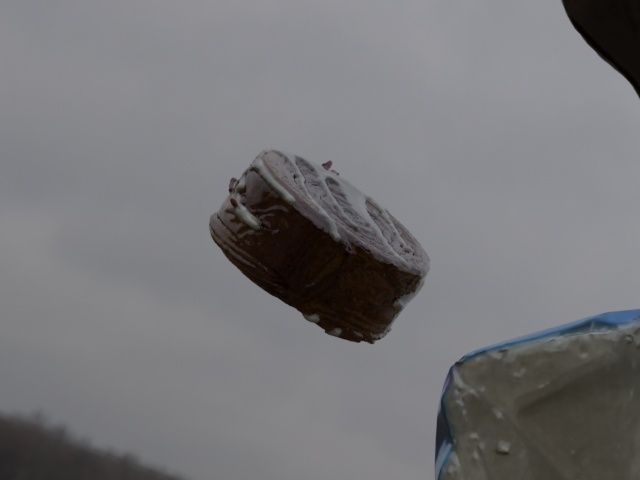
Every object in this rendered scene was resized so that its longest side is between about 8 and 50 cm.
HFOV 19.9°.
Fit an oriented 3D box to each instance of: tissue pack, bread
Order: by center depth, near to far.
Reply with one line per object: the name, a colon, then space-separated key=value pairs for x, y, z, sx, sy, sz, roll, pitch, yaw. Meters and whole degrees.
tissue pack: x=0.138 y=0.148 z=0.855 sx=0.137 sy=0.209 sz=0.269 roll=-16 pitch=-8 yaw=8
bread: x=0.000 y=0.000 z=1.311 sx=0.160 sy=0.073 sz=0.160 roll=29 pitch=17 yaw=-10

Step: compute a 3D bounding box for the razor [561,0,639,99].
razor: x=0.270 y=-0.166 z=0.970 sx=0.204 sy=0.113 sz=0.349 roll=57 pitch=-31 yaw=5
